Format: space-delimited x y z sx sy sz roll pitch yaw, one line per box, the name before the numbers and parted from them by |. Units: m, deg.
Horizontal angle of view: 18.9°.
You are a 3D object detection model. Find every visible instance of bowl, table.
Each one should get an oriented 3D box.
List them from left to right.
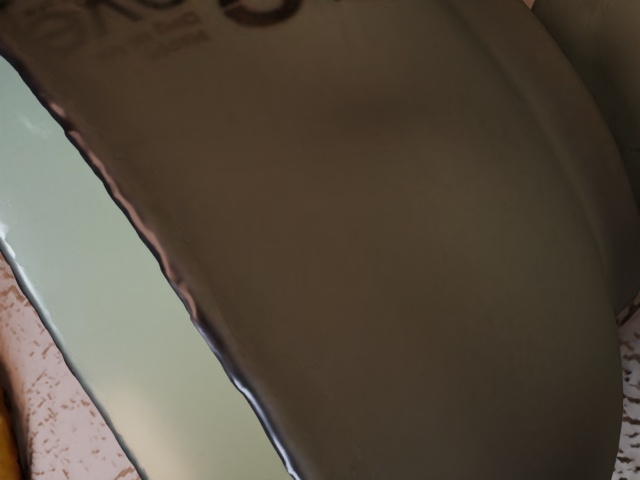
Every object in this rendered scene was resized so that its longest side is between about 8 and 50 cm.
bowl | 0.000 0.000 0.740 0.185 0.354 0.354 -32 57 -14
table | 0.144 -0.065 0.760 0.133 0.043 0.134 -4 84 40

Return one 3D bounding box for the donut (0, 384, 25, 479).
donut | -0.292 0.157 1.064 0.303 0.110 0.303 -5 82 41
